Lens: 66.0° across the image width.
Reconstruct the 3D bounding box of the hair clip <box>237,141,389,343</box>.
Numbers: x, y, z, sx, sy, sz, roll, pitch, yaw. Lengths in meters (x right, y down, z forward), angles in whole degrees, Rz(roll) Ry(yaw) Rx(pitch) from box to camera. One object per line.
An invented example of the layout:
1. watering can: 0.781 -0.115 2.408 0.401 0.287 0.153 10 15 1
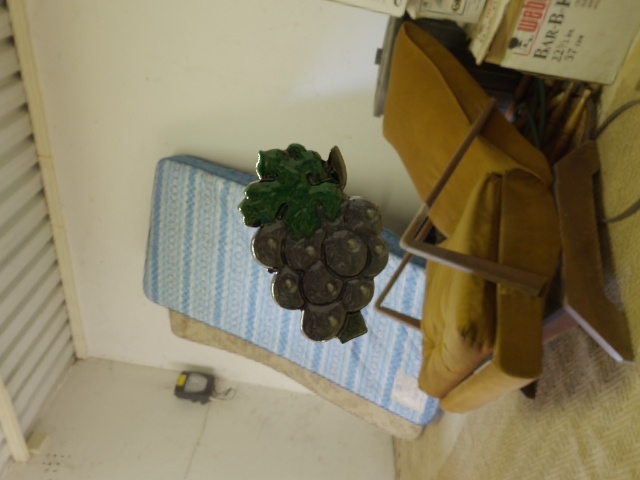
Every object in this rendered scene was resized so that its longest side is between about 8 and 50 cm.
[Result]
1. hair clip: -0.001 0.000 0.456 0.052 0.124 0.195 -153 38 -80
